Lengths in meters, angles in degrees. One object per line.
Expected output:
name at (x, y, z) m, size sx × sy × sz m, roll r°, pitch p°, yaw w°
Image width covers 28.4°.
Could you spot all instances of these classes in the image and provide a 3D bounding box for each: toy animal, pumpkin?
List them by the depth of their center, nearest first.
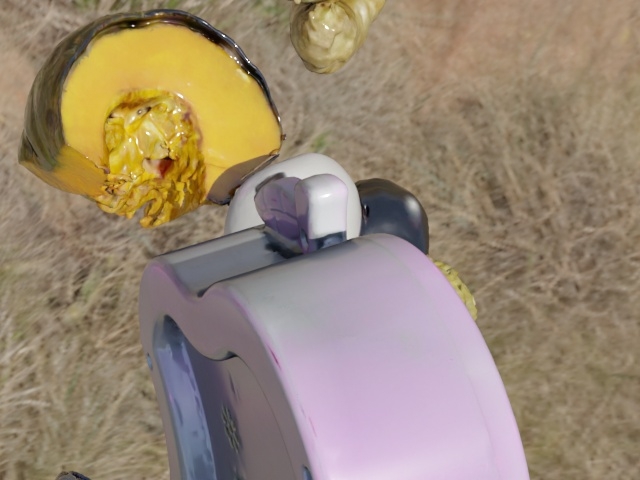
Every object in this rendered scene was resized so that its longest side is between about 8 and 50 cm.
toy animal at (0.000, -0.002, 1.482) m, size 0.235 × 0.165 × 0.187 m, roll 15°, pitch 104°, yaw -29°
pumpkin at (-0.219, -0.153, 1.609) m, size 0.303 × 0.225 × 0.256 m, roll 27°, pitch 64°, yaw -25°

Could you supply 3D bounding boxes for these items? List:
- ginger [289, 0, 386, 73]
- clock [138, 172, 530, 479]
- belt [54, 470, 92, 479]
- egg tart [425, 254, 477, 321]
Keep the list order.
ginger at (0.012, -0.191, 0.554) m, size 0.102 × 0.216 × 0.157 m, roll 18°, pitch 45°, yaw 24°
clock at (-0.005, 0.128, 0.701) m, size 0.102 × 0.338 × 0.339 m, roll -14°, pitch 84°, yaw -20°
belt at (-0.267, 0.374, 1.488) m, size 0.126 × 0.230 × 0.139 m, roll -55°, pitch 133°, yaw -5°
egg tart at (0.052, 0.110, 1.282) m, size 0.106 × 0.241 × 0.241 m, roll 43°, pitch 57°, yaw -47°
